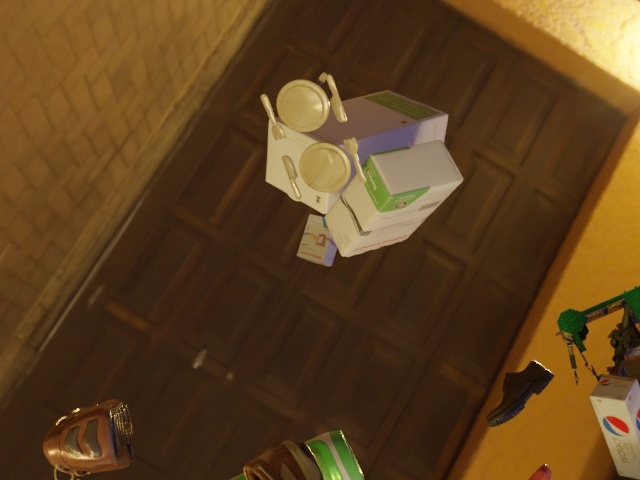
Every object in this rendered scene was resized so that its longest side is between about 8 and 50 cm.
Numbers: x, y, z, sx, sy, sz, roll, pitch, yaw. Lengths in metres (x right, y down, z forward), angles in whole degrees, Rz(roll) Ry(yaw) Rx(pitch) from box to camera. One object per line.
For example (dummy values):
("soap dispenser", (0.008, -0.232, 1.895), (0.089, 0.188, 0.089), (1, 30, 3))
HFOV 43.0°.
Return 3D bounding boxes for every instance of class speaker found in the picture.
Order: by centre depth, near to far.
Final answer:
("speaker", (-0.069, 0.487, 1.596), (0.297, 0.131, 0.131), (-26, 180, -2))

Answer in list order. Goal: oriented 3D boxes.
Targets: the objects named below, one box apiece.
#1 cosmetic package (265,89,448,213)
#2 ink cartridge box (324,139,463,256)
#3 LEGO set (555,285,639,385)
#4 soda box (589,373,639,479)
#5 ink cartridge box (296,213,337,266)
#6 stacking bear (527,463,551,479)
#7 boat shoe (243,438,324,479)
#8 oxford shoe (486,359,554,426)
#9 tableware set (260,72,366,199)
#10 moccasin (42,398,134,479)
("cosmetic package", (0.081, -0.199, 1.751), (0.366, 0.197, 0.155), (-21, 129, -40))
("ink cartridge box", (0.124, -0.072, 1.448), (0.160, 0.092, 0.219), (-14, 160, -30))
("LEGO set", (0.687, 0.275, 1.806), (0.255, 0.331, 0.192), (-33, 142, 3))
("soda box", (0.601, 0.367, 1.589), (0.074, 0.216, 0.069), (0, -145, 46))
("ink cartridge box", (0.000, 0.000, 2.185), (0.052, 0.089, 0.122), (23, 82, -58))
("stacking bear", (0.531, 0.660, 1.752), (0.175, 0.289, 0.164), (-27, 146, -37))
("boat shoe", (-0.024, 0.460, 1.266), (0.120, 0.324, 0.122), (-11, 130, -26))
("oxford shoe", (0.521, 0.414, 2.202), (0.227, 0.096, 0.082), (-40, 153, -15))
("tableware set", (-0.007, -0.172, 1.320), (0.128, 0.194, 0.039), (-13, -159, 18))
("moccasin", (-0.419, 0.368, 1.472), (0.380, 0.147, 0.139), (135, -54, -80))
